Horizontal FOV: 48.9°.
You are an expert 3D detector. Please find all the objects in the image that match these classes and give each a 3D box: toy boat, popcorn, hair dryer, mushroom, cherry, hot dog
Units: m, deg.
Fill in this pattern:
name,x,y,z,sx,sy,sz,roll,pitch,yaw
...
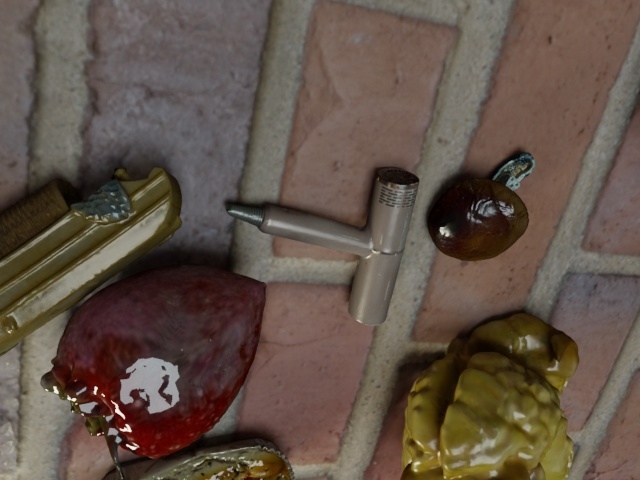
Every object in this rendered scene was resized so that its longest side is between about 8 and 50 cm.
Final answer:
name,x,y,z,sx,sy,sz,roll,pitch,yaw
toy boat,0.233,-0.075,0.874,0.083,0.038,0.038,-44,122,7
popcorn,0.225,0.250,0.956,0.265,0.225,0.332,36,80,-43
hair dryer,-0.005,0.011,0.828,0.220,0.054,0.195,0,118,-18
mushroom,0.193,-0.020,0.864,0.123,0.052,0.123,6,134,6
cherry,-0.162,0.118,0.760,0.249,0.175,0.192,-37,92,-5
hot dog,-0.166,0.341,0.943,0.267,0.075,0.144,-13,119,-15
toy boat,-0.281,0.015,0.707,0.310,0.089,0.115,-35,86,2
